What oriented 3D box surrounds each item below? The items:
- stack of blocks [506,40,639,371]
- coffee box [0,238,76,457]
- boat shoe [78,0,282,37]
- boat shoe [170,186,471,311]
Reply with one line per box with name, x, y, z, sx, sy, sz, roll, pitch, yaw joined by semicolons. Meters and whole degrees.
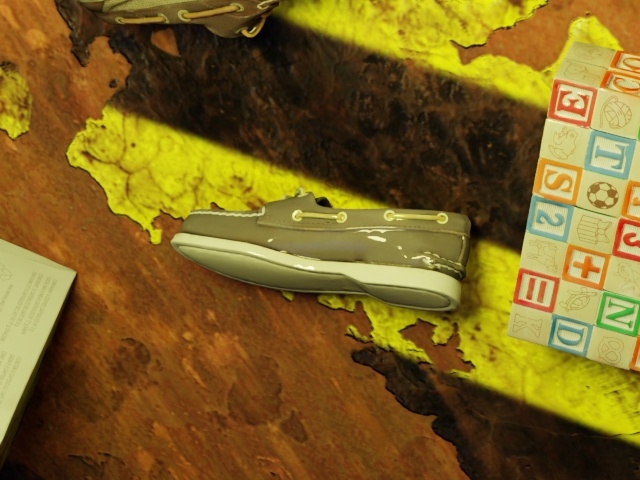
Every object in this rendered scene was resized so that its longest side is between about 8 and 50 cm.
stack of blocks;0.292;-0.026;1.496;0.171;0.087;0.297;15;125;14
coffee box;-0.520;0.184;1.792;0.338;0.337;0.334;22;127;-5
boat shoe;-0.090;-0.262;1.511;0.342;0.123;0.123;-6;148;21
boat shoe;0.000;0.000;1.634;0.324;0.096;0.116;8;164;23
